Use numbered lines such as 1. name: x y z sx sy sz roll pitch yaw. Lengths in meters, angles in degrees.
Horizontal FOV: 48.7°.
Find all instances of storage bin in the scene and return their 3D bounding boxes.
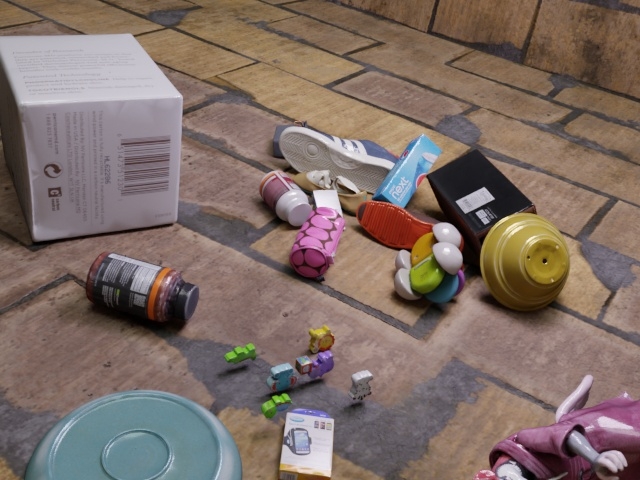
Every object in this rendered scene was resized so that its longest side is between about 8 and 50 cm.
1. storage bin: -0.086 -0.290 2.020 0.091 0.098 0.135 -1 33 3

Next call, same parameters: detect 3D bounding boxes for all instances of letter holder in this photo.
1. letter holder: 0.412 -0.049 1.748 0.152 0.214 0.302 -27 35 2

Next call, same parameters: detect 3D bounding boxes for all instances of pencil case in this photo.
1. pencil case: 0.000 0.000 1.594 0.098 0.095 0.209 -14 27 20

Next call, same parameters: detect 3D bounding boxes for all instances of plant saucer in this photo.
1. plant saucer: -0.274 0.331 1.054 0.318 0.043 0.317 7 33 -4

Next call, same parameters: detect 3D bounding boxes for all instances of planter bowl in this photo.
1. planter bowl: 0.462 0.045 1.520 0.217 0.217 0.090 1 -3 -13

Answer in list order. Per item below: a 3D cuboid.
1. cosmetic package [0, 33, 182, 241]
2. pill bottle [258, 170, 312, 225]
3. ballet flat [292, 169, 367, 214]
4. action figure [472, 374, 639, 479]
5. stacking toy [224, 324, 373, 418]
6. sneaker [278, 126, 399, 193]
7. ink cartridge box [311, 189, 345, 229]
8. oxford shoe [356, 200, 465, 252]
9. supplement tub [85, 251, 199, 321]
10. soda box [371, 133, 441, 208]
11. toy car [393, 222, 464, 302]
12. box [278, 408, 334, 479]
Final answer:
1. cosmetic package: -0.534 -0.249 1.610 0.327 0.329 0.393 -10 37 -27
2. pill bottle: -0.084 -0.101 1.727 0.086 0.086 0.152 -10 38 -28
3. ballet flat: 0.029 -0.144 1.835 0.232 0.073 0.080 28 37 26
4. action figure: 0.372 0.311 1.071 0.370 0.248 0.275 -4 34 -25
5. stacking toy: -0.036 0.233 1.249 0.221 0.052 0.167 -10 31 -28
6. sneaker: 0.061 -0.233 1.939 0.350 0.131 0.148 22 35 1
7. ink cartridge box: 0.019 -0.070 1.748 0.063 0.029 0.115 -3 62 -19
8. oxford shoe: 0.217 -0.027 1.712 0.271 0.097 0.098 23 15 13
9. supplement tub: -0.335 0.094 1.345 0.198 0.106 0.106 16 33 7
10. soda box: 0.222 -0.170 1.818 0.071 0.067 0.210 39 71 -12
11. toy car: 0.253 0.065 1.537 0.136 0.159 0.182 43 28 -17
12. box: -0.021 0.329 1.140 0.081 0.028 0.136 9 30 -1
